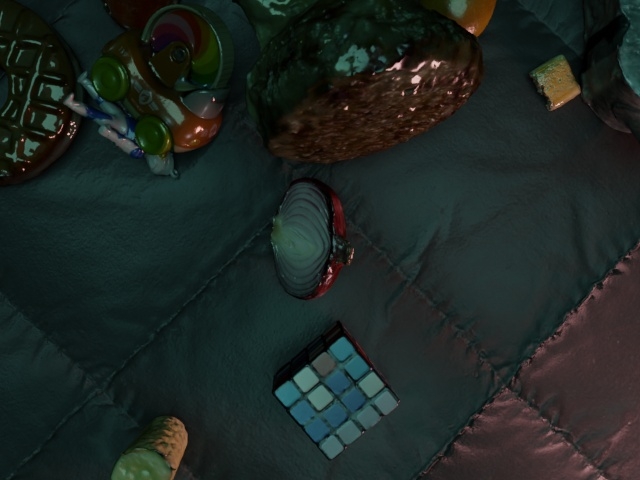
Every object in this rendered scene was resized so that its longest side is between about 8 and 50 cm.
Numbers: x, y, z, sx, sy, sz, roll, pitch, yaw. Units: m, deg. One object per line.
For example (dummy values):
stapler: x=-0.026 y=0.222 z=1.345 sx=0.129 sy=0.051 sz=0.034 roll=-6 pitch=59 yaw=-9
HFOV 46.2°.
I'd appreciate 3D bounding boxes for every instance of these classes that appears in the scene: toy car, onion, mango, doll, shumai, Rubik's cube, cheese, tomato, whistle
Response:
toy car: x=-0.228 y=-0.271 z=1.213 sx=0.235 sy=0.145 sz=0.235 roll=9 pitch=113 yaw=21
onion: x=0.000 y=0.000 z=1.283 sx=0.151 sy=0.098 sz=0.206 roll=14 pitch=97 yaw=24
mango: x=0.237 y=-0.449 z=1.295 sx=0.136 sy=0.099 sz=0.228 roll=-2 pitch=82 yaw=5
doll: x=-0.325 y=-0.188 z=1.276 sx=0.057 sy=0.114 sz=0.227 roll=-35 pitch=119 yaw=21
shumai: x=0.041 y=-0.322 z=1.172 sx=0.394 sy=0.395 sz=0.348 roll=-14 pitch=76 yaw=-1
Rubik's cube: x=0.022 y=0.247 z=1.261 sx=0.154 sy=0.155 sz=0.151 roll=-39 pitch=93 yaw=0
cheese: x=-0.284 y=0.366 z=1.247 sx=0.093 sy=0.167 sz=0.123 roll=29 pitch=92 yaw=-3
tomato: x=-0.318 y=-0.440 z=1.280 sx=0.139 sy=0.091 sz=0.159 roll=-28 pitch=89 yaw=-2
whistle: x=0.520 y=-0.345 z=1.266 sx=0.188 sy=0.168 sz=0.405 roll=-34 pitch=87 yaw=-2

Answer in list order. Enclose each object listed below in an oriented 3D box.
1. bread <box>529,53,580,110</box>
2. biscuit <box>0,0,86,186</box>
bread: x=0.417 y=-0.280 z=1.328 sx=0.070 sy=0.035 sz=0.083 roll=-35 pitch=98 yaw=-1
biscuit: x=-0.565 y=-0.249 z=1.268 sx=0.331 sy=0.103 sz=0.332 roll=0 pitch=90 yaw=-2
